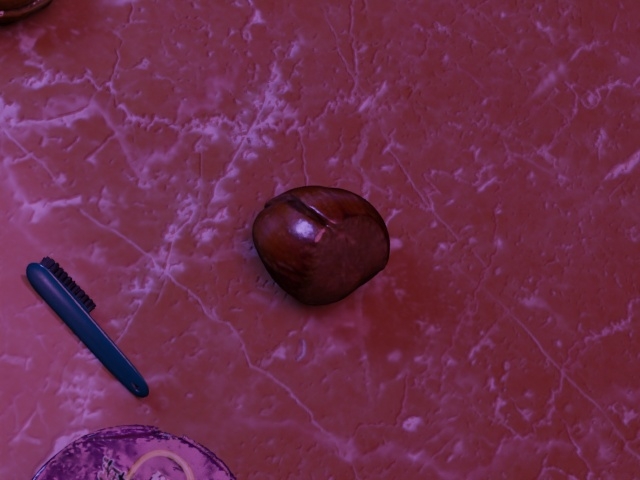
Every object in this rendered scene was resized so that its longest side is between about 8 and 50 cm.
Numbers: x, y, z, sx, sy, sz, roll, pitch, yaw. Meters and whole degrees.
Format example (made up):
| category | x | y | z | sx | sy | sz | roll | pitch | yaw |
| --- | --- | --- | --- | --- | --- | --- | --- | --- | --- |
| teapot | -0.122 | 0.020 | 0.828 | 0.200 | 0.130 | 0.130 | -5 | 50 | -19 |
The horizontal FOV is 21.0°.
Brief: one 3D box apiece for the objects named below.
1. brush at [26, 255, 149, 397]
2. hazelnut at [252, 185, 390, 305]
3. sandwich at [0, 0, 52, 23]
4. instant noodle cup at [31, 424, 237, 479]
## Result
| category | x | y | z | sx | sy | sz | roll | pitch | yaw |
| --- | --- | --- | --- | --- | --- | --- | --- | --- | --- |
| brush | -0.248 | 0.093 | 1.891 | 0.193 | 0.043 | 0.032 | 47 | 49 | -2 |
| hazelnut | 0.000 | 0.000 | 1.962 | 0.154 | 0.143 | 0.143 | -14 | 79 | -30 |
| sandwich | -0.424 | -0.368 | 1.940 | 0.249 | 0.095 | 0.273 | -10 | 77 | -25 |
| instant noodle cup | -0.207 | 0.325 | 1.750 | 0.251 | 0.190 | 0.251 | 6 | 72 | -18 |
